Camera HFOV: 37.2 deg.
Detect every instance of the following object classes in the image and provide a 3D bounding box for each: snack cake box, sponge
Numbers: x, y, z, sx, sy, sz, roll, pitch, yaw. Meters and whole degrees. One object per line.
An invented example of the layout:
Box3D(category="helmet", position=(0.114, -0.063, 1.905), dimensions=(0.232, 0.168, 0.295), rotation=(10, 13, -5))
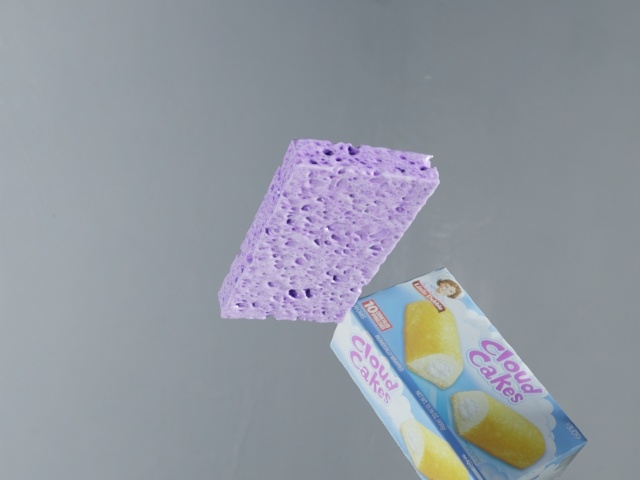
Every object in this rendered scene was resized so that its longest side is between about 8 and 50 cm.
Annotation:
Box3D(category="snack cake box", position=(0.147, 0.168, 1.065), dimensions=(0.152, 0.264, 0.089), rotation=(-19, 146, -29))
Box3D(category="sponge", position=(0.000, 0.000, 0.784), dimensions=(0.117, 0.210, 0.031), rotation=(6, 52, -21))
